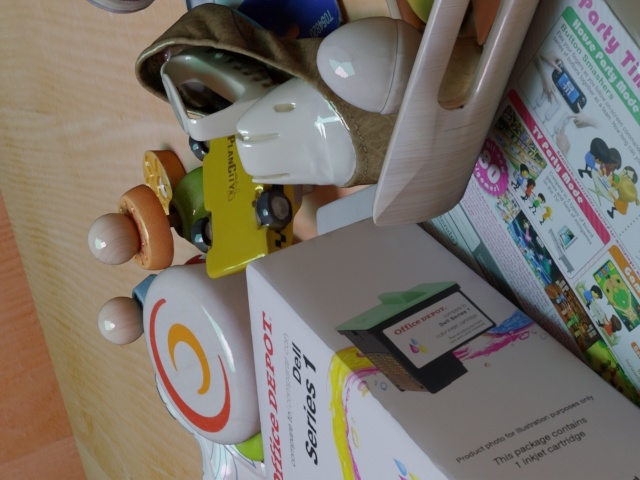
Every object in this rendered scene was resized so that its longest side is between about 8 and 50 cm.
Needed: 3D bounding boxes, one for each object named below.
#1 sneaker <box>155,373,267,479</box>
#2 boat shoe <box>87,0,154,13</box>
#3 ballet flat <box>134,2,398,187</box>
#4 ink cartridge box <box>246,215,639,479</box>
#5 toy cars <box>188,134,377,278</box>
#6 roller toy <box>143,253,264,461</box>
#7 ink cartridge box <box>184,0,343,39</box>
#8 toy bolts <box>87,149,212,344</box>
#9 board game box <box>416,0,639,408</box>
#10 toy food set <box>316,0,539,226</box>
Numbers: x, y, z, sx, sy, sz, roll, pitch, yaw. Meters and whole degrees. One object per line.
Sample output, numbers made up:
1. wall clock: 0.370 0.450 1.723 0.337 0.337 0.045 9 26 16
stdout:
1. sneaker: -0.090 0.232 1.268 0.297 0.111 0.129 56 131 13
2. boat shoe: -0.178 -0.369 0.925 0.116 0.123 0.324 -8 95 65
3. ballet flat: -0.039 -0.107 0.829 0.342 0.124 0.116 31 143 43
4. ink cartridge box: 0.072 0.139 0.608 0.278 0.117 0.201 44 145 47
5. toy cars: 0.000 0.000 0.917 0.394 0.087 0.176 45 111 41
6. roller toy: -0.075 0.095 1.081 0.191 0.146 0.209 41 137 34
7. ink cartridge box: -0.074 -0.251 0.945 0.224 0.045 0.223 69 156 5
8. toy bolts: -0.219 0.015 1.308 0.218 0.158 0.229 39 141 50
9. board game box: 0.162 0.015 0.583 0.224 0.097 0.303 61 156 18
10. toy food set: 0.043 -0.187 0.568 0.306 0.092 0.220 -101 19 -45
